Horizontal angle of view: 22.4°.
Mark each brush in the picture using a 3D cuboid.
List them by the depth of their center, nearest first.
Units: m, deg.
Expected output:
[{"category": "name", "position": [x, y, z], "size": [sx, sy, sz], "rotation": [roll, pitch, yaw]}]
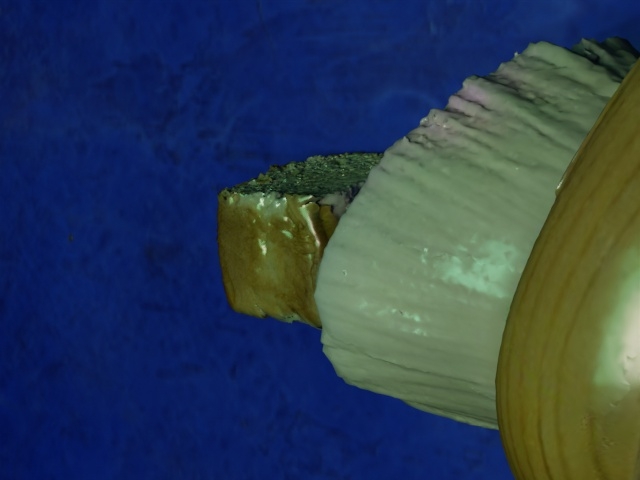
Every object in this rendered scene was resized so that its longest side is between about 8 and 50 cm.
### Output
[{"category": "brush", "position": [0.128, -0.024, 0.563], "size": [0.166, 0.174, 0.266], "rotation": [39, 112, 47]}]

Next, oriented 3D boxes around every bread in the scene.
[{"category": "bread", "position": [0.002, 0.001, 0.750], "size": [0.083, 0.077, 0.070], "rotation": [8, 111, 44]}]
